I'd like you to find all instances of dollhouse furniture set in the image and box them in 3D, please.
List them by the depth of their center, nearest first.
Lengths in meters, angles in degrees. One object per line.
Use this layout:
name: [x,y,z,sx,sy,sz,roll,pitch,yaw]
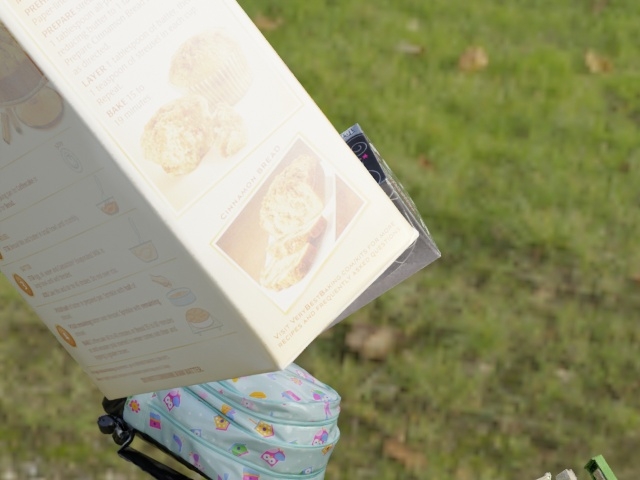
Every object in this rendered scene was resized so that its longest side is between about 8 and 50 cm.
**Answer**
dollhouse furniture set: [0.306,0.331,2.209,0.152,0.076,0.058,-18,65,-23]

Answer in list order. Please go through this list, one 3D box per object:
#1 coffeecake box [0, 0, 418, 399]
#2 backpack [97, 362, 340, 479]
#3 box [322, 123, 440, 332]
coffeecake box: [-0.079,-0.043,0.553,0.068,0.185,0.142,-44,13,-26]
backpack: [-0.071,0.144,1.408,0.182,0.115,0.152,29,26,37]
box: [0.000,0.000,2.212,0.247,0.163,0.142,-33,39,6]
